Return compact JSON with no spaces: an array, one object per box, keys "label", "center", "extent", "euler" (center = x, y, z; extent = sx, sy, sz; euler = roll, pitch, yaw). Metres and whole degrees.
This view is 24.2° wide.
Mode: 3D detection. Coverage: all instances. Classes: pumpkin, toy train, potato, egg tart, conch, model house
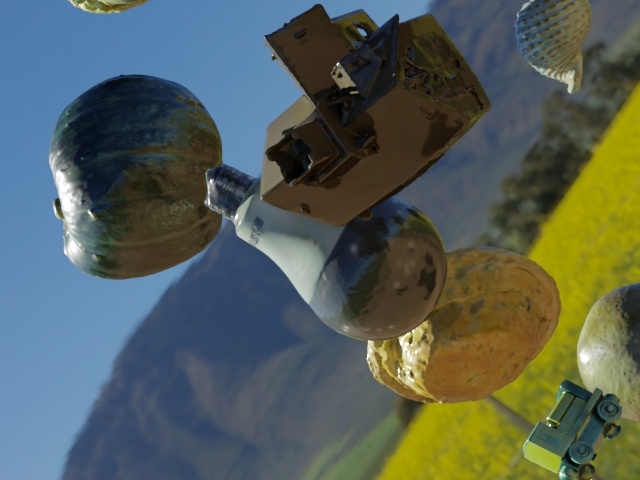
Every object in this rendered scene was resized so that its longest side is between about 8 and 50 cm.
[{"label":"pumpkin","center":[-0.264,-0.116,2.160],"extent":[0.197,0.263,0.293],"euler":[84,178,-51]},{"label":"toy train","center":[0.278,0.208,1.629],"extent":[0.122,0.081,0.050],"euler":[-52,-25,-32]},{"label":"potato","center":[0.449,0.146,1.861],"extent":[0.159,0.251,0.174],"euler":[-55,-32,-50]},{"label":"egg tart","center":[0.224,0.155,2.282],"extent":[0.319,0.319,0.128],"euler":[-59,27,32]},{"label":"conch","center":[0.320,-0.289,2.063],"extent":[0.135,0.102,0.153],"euler":[-59,-24,-65]},{"label":"model house","center":[0.014,-0.130,1.520],"extent":[0.211,0.204,0.243],"euler":[-39,-5,34]}]

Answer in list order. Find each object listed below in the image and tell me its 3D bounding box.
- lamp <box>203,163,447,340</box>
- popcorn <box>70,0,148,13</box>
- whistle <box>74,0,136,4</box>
[{"label":"lamp","center":[0.001,0.018,1.850],"extent":[0.182,0.314,0.182],"euler":[13,-90,-78]},{"label":"popcorn","center":[-0.344,-0.452,2.323],"extent":[0.198,0.212,0.198],"euler":[-21,33,15]},{"label":"whistle","center":[-0.194,-0.390,1.766],"extent":[0.294,0.141,0.141],"euler":[-43,-7,2]}]
